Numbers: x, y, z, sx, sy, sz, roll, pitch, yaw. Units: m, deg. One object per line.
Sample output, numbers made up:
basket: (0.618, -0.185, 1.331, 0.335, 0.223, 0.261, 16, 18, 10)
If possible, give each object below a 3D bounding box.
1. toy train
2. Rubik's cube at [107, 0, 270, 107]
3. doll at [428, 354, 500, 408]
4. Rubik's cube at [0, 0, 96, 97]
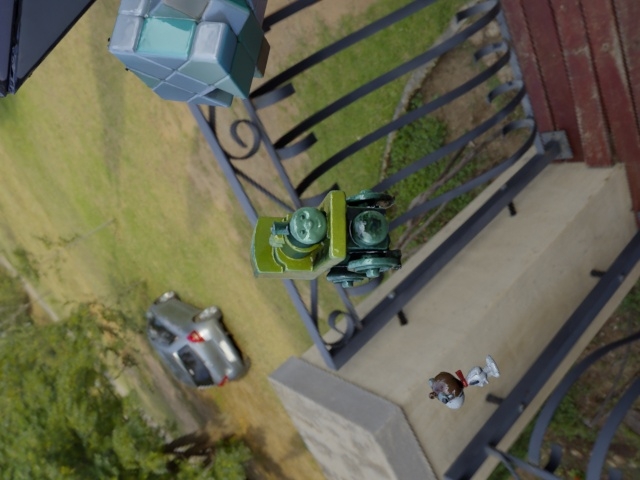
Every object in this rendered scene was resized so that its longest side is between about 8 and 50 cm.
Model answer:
toy train: (0.000, 0.000, 1.062, 0.369, 0.237, 0.150, 134, 136, -77)
Rubik's cube: (-0.195, -0.344, 0.923, 0.224, 0.213, 0.265, 11, 172, 12)
doll: (0.172, 0.169, 0.716, 0.058, 0.085, 0.040, 40, -166, -36)
Rubik's cube: (-0.540, -0.454, 0.881, 0.307, 0.310, 0.305, 31, 166, 14)
